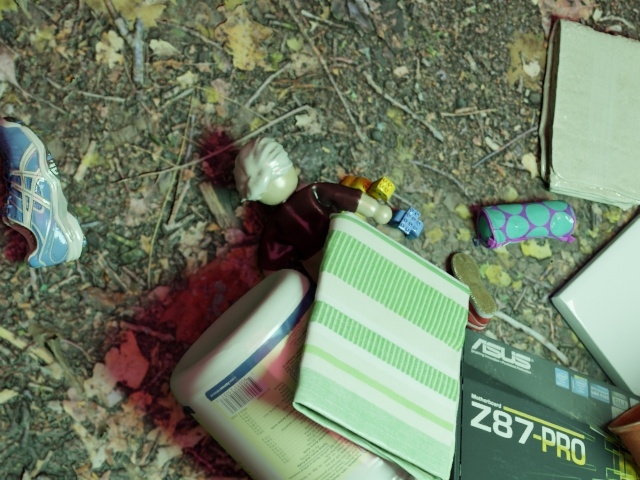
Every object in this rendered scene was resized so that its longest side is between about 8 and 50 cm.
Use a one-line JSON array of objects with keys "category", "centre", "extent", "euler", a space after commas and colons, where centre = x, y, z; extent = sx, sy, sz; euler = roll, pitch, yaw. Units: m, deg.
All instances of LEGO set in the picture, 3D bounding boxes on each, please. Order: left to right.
[{"category": "LEGO set", "centre": [0.083, -0.038, 1.922], "extent": [0.227, 0.093, 0.087], "euler": [37, 71, -11]}]

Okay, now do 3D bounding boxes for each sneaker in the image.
[{"category": "sneaker", "centre": [-0.383, -0.063, 1.757], "extent": [0.081, 0.080, 0.211], "euler": [-25, 90, -25]}, {"category": "sneaker", "centre": [0.219, 0.080, 1.989], "extent": [0.042, 0.067, 0.118], "euler": [-10, 55, -20]}]

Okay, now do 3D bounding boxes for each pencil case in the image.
[{"category": "pencil case", "centre": [0.309, -0.023, 2.021], "extent": [0.151, 0.064, 0.070], "euler": [-7, 68, -21]}]

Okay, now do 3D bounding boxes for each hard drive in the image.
[{"category": "hard drive", "centre": [0.531, 0.073, 2.103], "extent": [0.318, 0.040, 0.210], "euler": [-40, 96, -22]}]

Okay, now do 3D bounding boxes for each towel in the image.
[{"category": "towel", "centre": [0.085, 0.132, 1.720], "extent": [0.247, 0.038, 0.325], "euler": [32, 45, -22]}, {"category": "towel", "centre": [0.439, -0.197, 2.109], "extent": [0.187, 0.049, 0.282], "euler": [12, 76, -20]}]

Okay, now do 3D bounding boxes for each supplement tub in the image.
[{"category": "supplement tub", "centre": [-0.013, 0.224, 1.767], "extent": [0.325, 0.235, 0.235], "euler": [47, 69, -8]}]

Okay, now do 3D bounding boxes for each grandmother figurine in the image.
[{"category": "grandmother figurine", "centre": [0.000, 0.000, 1.868], "extent": [0.208, 0.104, 0.342], "euler": [-39, 103, 3]}]

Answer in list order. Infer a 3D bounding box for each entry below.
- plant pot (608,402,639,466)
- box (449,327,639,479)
[{"category": "plant pot", "centre": [0.578, 0.317, 1.834], "extent": [0.272, 0.272, 0.265], "euler": [-24, 84, -22]}, {"category": "box", "centre": [0.336, 0.331, 1.895], "extent": [0.394, 0.097, 0.318], "euler": [23, 46, -17]}]
